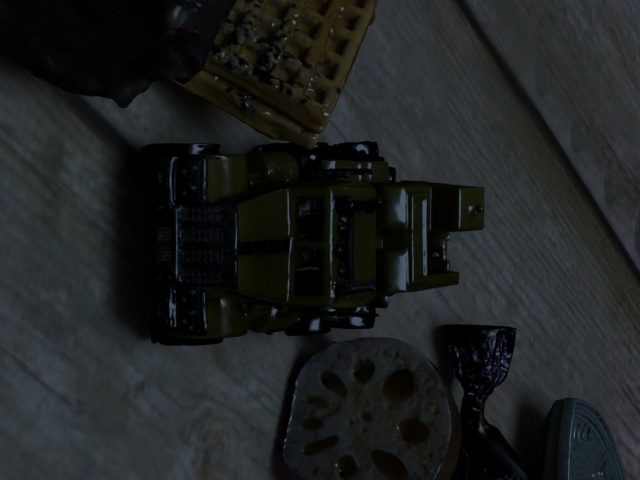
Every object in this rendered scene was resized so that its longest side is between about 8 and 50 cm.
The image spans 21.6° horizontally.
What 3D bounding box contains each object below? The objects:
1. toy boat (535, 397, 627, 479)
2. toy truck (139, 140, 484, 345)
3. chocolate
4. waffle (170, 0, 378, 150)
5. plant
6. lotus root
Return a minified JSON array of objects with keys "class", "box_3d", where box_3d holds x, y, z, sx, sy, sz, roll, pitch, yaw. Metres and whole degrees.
[{"class":"toy boat","box_3d":[0.248,0.273,1.484,0.141,0.092,0.320,-48,129,-49]},{"class":"toy truck","box_3d":[-0.005,0.000,1.043,0.257,0.127,0.127,-3,94,-55]},{"class":"chocolate","box_3d":[0.126,0.137,1.309,0.070,0.072,0.147,8,78,-55]},{"class":"waffle","box_3d":[-0.022,-0.132,1.033,0.102,0.042,0.148,30,49,-8]},{"class":"plant","box_3d":[-0.087,-0.212,0.882,0.146,0.149,0.275,57,42,-43]},{"class":"lotus root","box_3d":[0.043,0.131,1.129,0.081,0.112,0.122,47,51,-56]}]
